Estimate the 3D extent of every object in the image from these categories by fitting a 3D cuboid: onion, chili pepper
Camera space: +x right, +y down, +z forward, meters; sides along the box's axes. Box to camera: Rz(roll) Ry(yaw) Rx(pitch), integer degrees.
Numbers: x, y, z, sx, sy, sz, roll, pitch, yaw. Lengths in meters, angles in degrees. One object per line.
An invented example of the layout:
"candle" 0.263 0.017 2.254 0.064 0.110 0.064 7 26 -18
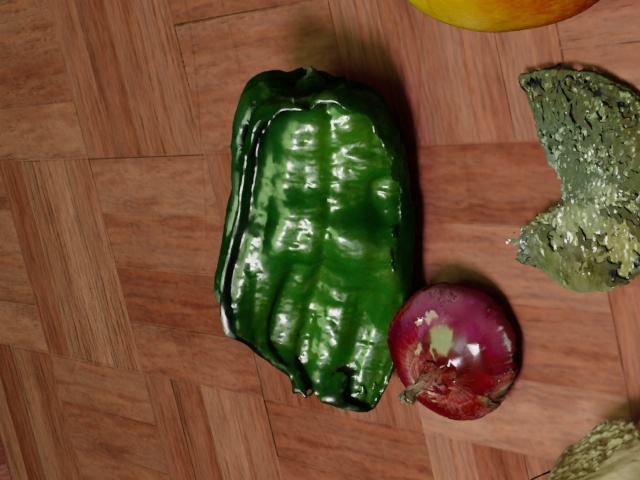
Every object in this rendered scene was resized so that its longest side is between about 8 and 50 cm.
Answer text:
"onion" 0.118 0.123 1.515 0.150 0.140 0.150 19 120 37
"chili pepper" -0.004 -0.003 1.601 0.167 0.213 0.385 -77 -14 -69

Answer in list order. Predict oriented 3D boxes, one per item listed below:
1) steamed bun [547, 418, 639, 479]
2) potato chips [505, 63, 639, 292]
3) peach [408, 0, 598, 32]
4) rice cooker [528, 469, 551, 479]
"steamed bun" 0.317 0.268 1.294 0.170 0.200 0.225 -36 94 15
"potato chips" 0.238 -0.048 1.354 0.202 0.029 0.220 34 131 38
"peach" 0.147 -0.277 1.191 0.231 0.231 0.231 31 131 44
"rice cooker" 0.251 0.319 1.428 0.203 0.142 0.118 63 159 17
